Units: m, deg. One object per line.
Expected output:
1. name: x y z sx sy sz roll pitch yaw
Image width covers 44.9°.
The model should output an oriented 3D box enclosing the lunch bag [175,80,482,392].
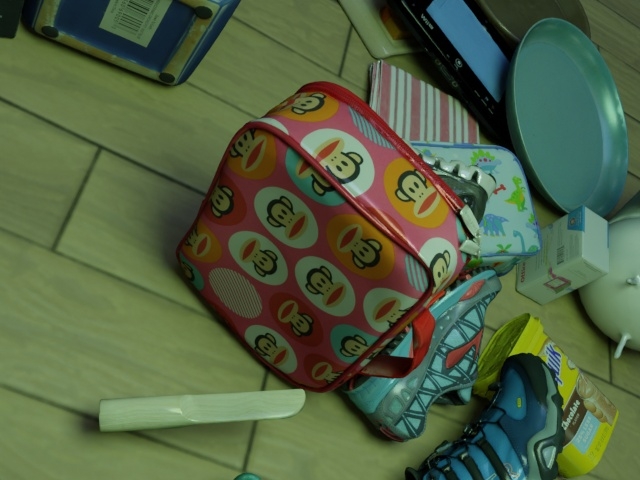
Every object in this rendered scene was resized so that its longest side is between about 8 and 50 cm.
1. lunch bag: 0.006 0.023 0.736 0.258 0.293 0.120 44 51 3

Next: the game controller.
1. game controller: 0.219 -0.292 1.162 0.319 0.067 0.166 48 39 -14

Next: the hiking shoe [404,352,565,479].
1. hiking shoe: 0.161 0.243 0.806 0.132 0.113 0.304 25 64 -2

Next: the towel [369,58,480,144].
1. towel: 0.151 -0.166 1.114 0.197 0.029 0.144 23 55 -23

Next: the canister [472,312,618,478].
1. canister: 0.279 0.192 0.959 0.170 0.073 0.126 46 50 -3

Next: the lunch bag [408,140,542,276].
1. lunch bag: 0.172 -0.043 1.007 0.219 0.090 0.176 -2 68 -26

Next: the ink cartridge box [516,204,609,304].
1. ink cartridge box: 0.328 0.022 1.054 0.052 0.122 0.088 29 53 -20

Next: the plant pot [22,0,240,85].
1. plant pot: -0.193 -0.323 0.860 0.236 0.236 0.212 20 61 -23

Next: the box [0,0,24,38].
1. box: -0.376 -0.295 0.773 0.156 0.158 0.093 0 64 -33

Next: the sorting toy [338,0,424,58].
1. sorting toy: 0.120 -0.378 1.205 0.208 0.038 0.193 -21 77 -38

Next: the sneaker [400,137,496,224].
1. sneaker: 0.085 -0.060 0.887 0.234 0.078 0.106 19 63 -5

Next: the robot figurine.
1. robot figurine: 0.498 0.028 1.103 0.353 0.199 0.300 -34 118 -39

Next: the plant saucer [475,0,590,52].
1. plant saucer: 0.366 -0.423 1.383 0.278 0.041 0.278 14 58 -24

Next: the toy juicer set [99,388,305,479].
1. toy juicer set: -0.153 0.259 0.657 0.209 0.089 0.329 17 58 -1

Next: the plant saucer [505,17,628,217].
1. plant saucer: 0.380 -0.184 1.202 0.317 0.043 0.318 9 75 -39

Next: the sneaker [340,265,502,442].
1. sneaker: 0.134 0.131 0.903 0.262 0.104 0.125 -38 98 -32
